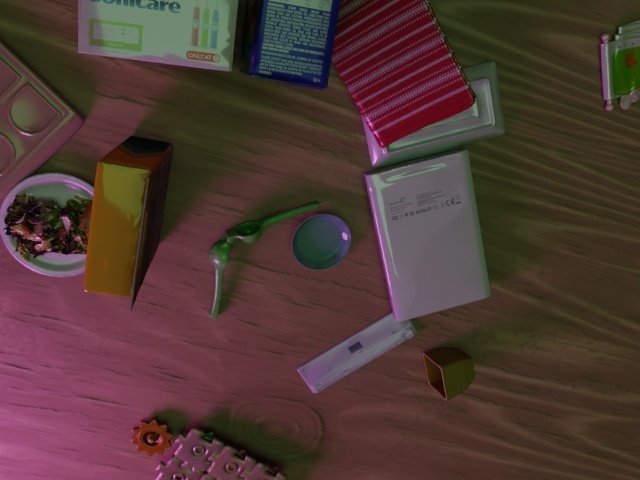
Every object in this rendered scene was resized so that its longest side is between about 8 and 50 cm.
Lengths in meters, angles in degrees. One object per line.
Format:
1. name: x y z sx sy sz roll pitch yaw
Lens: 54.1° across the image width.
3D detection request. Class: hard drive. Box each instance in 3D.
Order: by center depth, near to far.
1. hard drive: 0.215 -0.008 1.237 0.203 0.040 0.307 -15 107 -4

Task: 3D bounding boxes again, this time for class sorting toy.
1. sorting toy: -0.597 -0.184 1.079 0.307 0.041 0.229 -43 112 6

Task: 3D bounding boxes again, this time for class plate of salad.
1. plate of salad: -0.477 -0.023 1.132 0.200 0.048 0.199 -3 110 -9

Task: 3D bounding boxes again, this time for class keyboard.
1. keyboard: 0.078 0.231 1.311 0.256 0.014 0.072 -31 103 2

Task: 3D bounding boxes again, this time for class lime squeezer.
1. lime squeezer: -0.139 0.017 1.191 0.110 0.059 0.310 41 97 -17

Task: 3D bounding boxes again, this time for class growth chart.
1. growth chart: 0.647 -0.358 1.207 0.237 0.021 0.172 -22 109 0

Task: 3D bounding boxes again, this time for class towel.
1. towel: 0.126 -0.316 1.086 0.199 0.031 0.274 -24 102 30

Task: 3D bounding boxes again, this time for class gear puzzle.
1. gear puzzle: -0.251 0.479 1.327 0.339 0.044 0.175 33 101 -13

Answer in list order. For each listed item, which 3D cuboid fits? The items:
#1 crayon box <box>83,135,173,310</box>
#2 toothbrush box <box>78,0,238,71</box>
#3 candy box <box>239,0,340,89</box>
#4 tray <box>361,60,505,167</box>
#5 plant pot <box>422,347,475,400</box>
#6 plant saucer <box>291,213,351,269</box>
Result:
1. crayon box: -0.307 -0.044 1.008 0.083 0.323 0.203 9 105 -11
2. toothbrush box: -0.231 -0.334 0.953 0.206 0.283 0.122 5 106 -10
3. candy box: -0.044 -0.408 0.965 0.122 0.268 0.317 6 105 -14
4. tray: 0.216 -0.235 1.179 0.271 0.030 0.145 -15 107 -3
5. plant pot: 0.276 0.272 1.316 0.083 0.081 0.081 -18 109 -13
6. plant saucer: 0.000 0.000 1.216 0.119 0.021 0.119 -6 115 -13
